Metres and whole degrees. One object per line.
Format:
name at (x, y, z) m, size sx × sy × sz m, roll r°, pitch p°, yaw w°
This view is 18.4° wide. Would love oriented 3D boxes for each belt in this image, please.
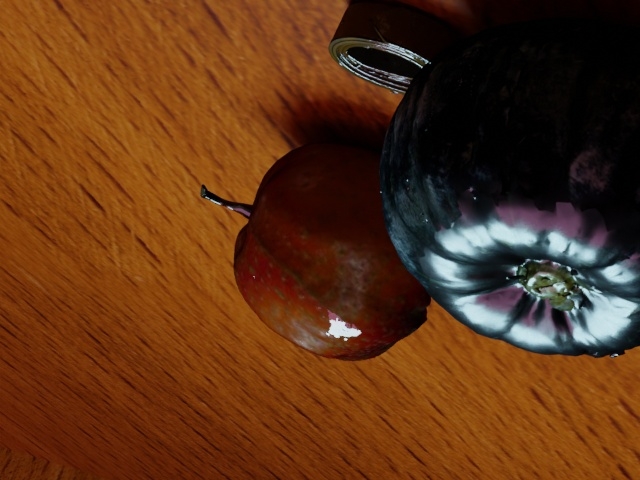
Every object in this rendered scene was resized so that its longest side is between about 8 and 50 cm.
belt at (0.049, -0.121, 1.235) m, size 0.083 × 0.036 × 0.059 m, roll 18°, pitch 155°, yaw 12°

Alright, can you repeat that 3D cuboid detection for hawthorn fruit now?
hawthorn fruit at (0.000, 0.000, 1.449) m, size 0.194 × 0.157 × 0.157 m, roll 25°, pitch 163°, yaw 12°

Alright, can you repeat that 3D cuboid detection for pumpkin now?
pumpkin at (0.151, -0.031, 1.161) m, size 0.233 × 0.163 × 0.233 m, roll 13°, pitch 152°, yaw 7°
